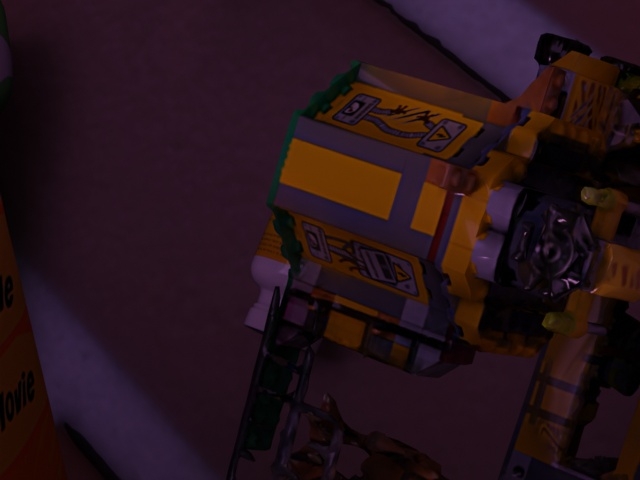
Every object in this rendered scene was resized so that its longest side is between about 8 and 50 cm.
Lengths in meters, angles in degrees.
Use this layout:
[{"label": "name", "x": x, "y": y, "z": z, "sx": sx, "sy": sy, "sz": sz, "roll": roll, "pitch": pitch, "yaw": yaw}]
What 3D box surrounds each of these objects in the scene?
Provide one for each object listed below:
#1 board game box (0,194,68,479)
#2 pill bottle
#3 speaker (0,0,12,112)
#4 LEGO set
[{"label": "board game box", "x": -0.266, "y": 0.223, "z": 0.482, "sx": 0.356, "sy": 0.356, "sz": 0.356, "roll": -2, "pitch": 27, "yaw": 13}, {"label": "pill bottle", "x": 0.000, "y": 0.000, "z": 0.745, "sx": 0.043, "sy": 0.043, "sz": 0.083, "roll": 18, "pitch": 82, "yaw": 37}, {"label": "speaker", "x": -0.209, "y": 0.027, "z": 0.824, "sx": 0.131, "sy": 0.131, "sz": 0.296, "roll": -7, "pitch": 68, "yaw": 32}, {"label": "LEGO set", "x": 0.090, "y": 0.119, "z": 0.515, "sx": 0.192, "sy": 0.255, "sz": 0.331, "roll": 20, "pitch": 87, "yaw": 37}]
